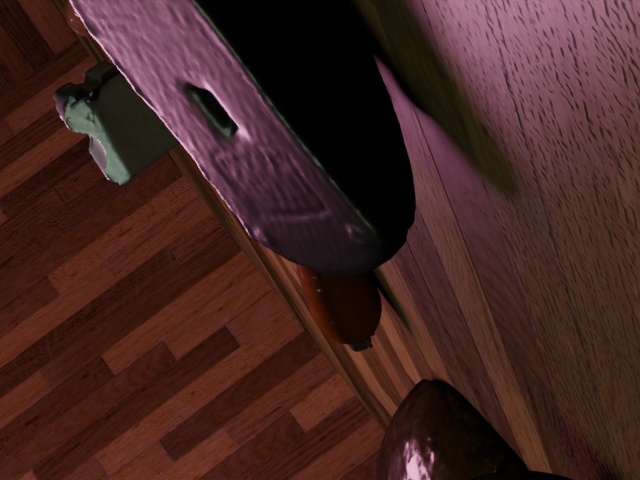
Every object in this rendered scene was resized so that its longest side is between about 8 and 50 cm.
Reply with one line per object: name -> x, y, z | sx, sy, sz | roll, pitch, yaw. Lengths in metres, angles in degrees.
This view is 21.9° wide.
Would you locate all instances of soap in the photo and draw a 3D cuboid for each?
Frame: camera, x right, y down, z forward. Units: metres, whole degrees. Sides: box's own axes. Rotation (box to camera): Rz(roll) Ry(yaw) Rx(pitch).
soap -> -0.163, -0.132, 1.532 | 0.094, 0.150, 0.261 | 58, 175, -11

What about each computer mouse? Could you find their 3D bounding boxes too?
computer mouse -> -0.037, -0.101, 0.868 | 0.270, 0.086, 0.137 | 53, 154, -21

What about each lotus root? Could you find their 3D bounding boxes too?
lotus root -> 0.123, 0.257, 1.624 | 0.210, 0.142, 0.314 | 55, 174, -5

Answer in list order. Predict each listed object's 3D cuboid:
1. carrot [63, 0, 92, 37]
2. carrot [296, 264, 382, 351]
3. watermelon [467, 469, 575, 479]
carrot -> -0.245, -0.286, 1.765 | 0.070, 0.070, 0.342 | 53, 170, 3
carrot -> 0.000, 0.000, 1.509 | 0.069, 0.069, 0.336 | 49, 167, 41
watermelon -> 0.152, 0.247, 1.113 | 0.188, 0.214, 0.188 | -11, -90, -72
